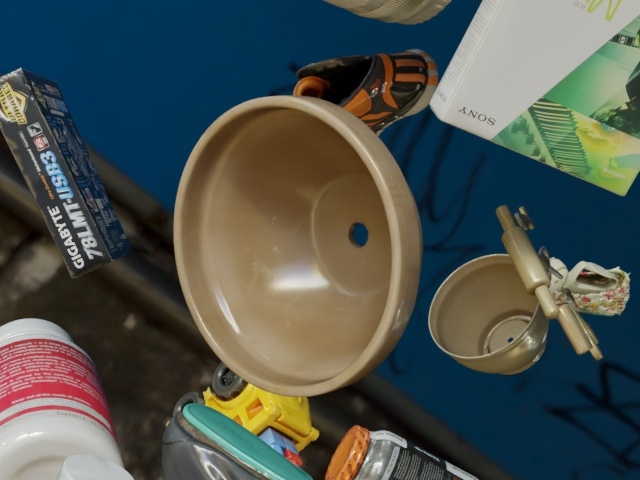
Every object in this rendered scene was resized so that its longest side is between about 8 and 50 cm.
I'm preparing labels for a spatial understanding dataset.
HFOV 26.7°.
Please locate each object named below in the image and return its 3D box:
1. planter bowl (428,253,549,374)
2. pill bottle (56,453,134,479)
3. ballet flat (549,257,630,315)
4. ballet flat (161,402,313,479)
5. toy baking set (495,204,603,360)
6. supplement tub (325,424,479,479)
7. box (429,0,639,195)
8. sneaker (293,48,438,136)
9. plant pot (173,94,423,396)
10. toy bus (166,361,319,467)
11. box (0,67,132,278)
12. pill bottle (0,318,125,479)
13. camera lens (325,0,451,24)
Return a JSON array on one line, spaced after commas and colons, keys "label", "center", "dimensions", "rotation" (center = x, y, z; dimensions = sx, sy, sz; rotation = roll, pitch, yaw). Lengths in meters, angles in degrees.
[{"label": "planter bowl", "center": [0.241, 0.114, 1.815], "dimensions": [0.162, 0.162, 0.109], "rotation": [14, -24, 42]}, {"label": "pill bottle", "center": [-0.245, 0.304, 1.302], "dimensions": [0.103, 0.184, 0.103], "rotation": [23, 15, -6]}, {"label": "ballet flat", "center": [0.358, 0.062, 1.982], "dimensions": [0.241, 0.077, 0.091], "rotation": [4, 32, -31]}, {"label": "ballet flat", "center": [-0.010, 0.162, 0.746], "dimensions": [0.203, 0.074, 0.074], "rotation": [25, -19, 26]}, {"label": "toy baking set", "center": [0.266, 0.043, 1.614], "dimensions": [0.197, 0.030, 0.256], "rotation": [41, 22, -55]}, {"label": "supplement tub", "center": [0.109, 0.327, 1.784], "dimensions": [0.190, 0.117, 0.117], "rotation": [30, -18, -8]}, {"label": "box", "center": [0.285, -0.227, 1.371], "dimensions": [0.232, 0.322, 0.058], "rotation": [20, 21, -18]}, {"label": "sneaker", "center": [0.012, -0.195, 2.000], "dimensions": [0.180, 0.124, 0.321], "rotation": [-2, -26, -40]}, {"label": "plant pot", "center": [0.000, 0.000, 1.082], "dimensions": [0.237, 0.237, 0.110], "rotation": [17, 17, 37]}, {"label": "toy bus", "center": [-0.112, 0.310, 2.089], "dimensions": [0.149, 0.220, 0.211], "rotation": [36, 21, -39]}, {"label": "box", "center": [-0.375, -0.097, 1.960], "dimensions": [0.295, 0.073, 0.293], "rotation": [-132, -163, -86]}, {"label": "pill bottle", "center": [-0.446, 0.290, 2.128], "dimensions": [0.229, 0.229, 0.407], "rotation": [42, 7, -28]}, {"label": "camera lens", "center": [0.037, -0.409, 1.709], "dimensions": [0.274, 0.219, 0.219], "rotation": [16, -7, -35]}]
